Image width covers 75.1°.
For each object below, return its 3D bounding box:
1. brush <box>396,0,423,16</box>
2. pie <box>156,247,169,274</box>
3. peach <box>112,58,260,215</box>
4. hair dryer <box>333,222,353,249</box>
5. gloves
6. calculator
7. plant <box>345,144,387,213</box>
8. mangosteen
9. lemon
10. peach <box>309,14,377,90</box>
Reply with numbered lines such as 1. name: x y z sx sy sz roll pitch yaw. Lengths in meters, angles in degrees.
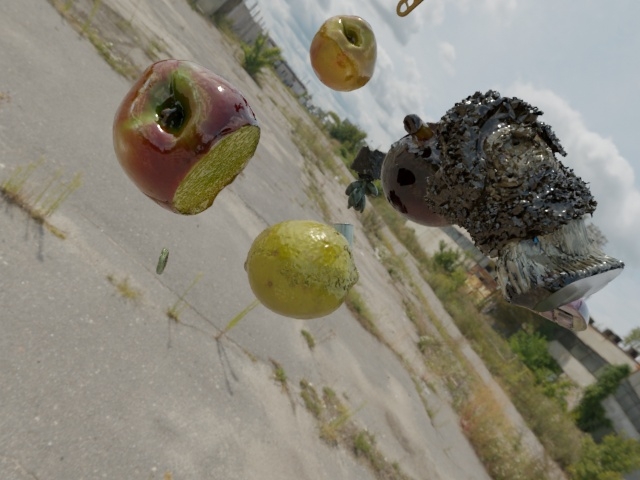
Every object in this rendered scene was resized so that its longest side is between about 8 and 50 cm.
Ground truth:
1. brush: 0.272 -0.574 0.883 0.013 0.272 0.103 -5 74 -48
2. pie: -0.462 0.061 1.222 0.019 0.085 0.084 14 20 -12
3. peach: -0.236 -0.182 0.765 0.275 0.248 0.246 99 -29 -69
4. hair dryer: 0.000 0.000 1.423 0.236 0.131 0.073 5 -5 -19
5. gloves: 0.263 -0.057 0.575 0.135 0.210 0.313 76 -1 -76
6. calculator: 0.490 0.131 0.921 0.194 0.043 0.294 28 -4 34
7. plant: 0.189 -0.250 1.738 0.149 0.275 0.146 21 1 31
8. mangosteen: 0.230 -0.161 0.856 0.261 0.235 0.236 56 4 -42
9. lemon: -0.056 0.073 1.076 0.309 0.258 0.258 7 0 14
10. peach: 0.095 -0.753 1.723 0.289 0.289 0.308 51 -15 1
